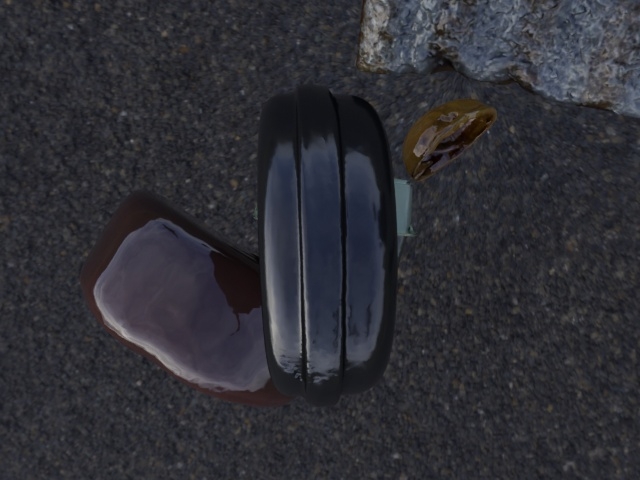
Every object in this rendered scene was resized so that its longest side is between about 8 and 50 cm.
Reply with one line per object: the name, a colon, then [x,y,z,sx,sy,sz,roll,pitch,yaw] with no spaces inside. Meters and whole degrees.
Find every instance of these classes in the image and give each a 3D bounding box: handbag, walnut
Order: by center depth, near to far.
handbag: [0.001,0.000,0.555,0.093,0.308,0.253,-3,102,-2]
walnut: [0.226,-0.202,1.254,0.211,0.167,0.087,-34,70,-16]

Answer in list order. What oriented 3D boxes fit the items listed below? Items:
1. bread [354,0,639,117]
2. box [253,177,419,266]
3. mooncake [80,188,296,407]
bread: [0.248,-0.226,0.678,0.417,0.113,0.165,14,127,13]
box: [0.024,-0.045,1.217,0.291,0.220,0.166,6,98,-5]
mooncake: [-0.154,0.073,0.866,0.334,0.326,0.174,30,89,38]
